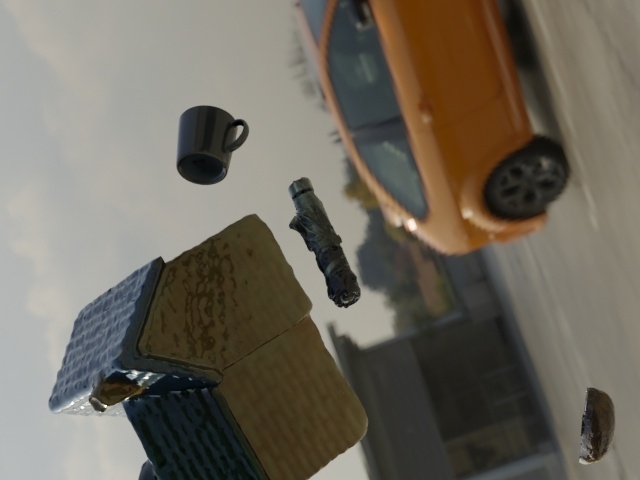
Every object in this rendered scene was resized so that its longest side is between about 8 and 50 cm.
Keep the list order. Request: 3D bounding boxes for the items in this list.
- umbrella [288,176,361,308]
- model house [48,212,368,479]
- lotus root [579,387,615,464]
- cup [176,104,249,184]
[{"bbox_3d":[0.000,0.000,1.685,0.046,0.050,0.188,-58,45,46],"label":"umbrella"},{"bbox_3d":[-0.183,0.221,1.907,0.382,0.342,0.334,57,144,-2],"label":"model house"},{"bbox_3d":[0.251,0.170,1.205,0.037,0.030,0.083,-68,-22,-47],"label":"lotus root"},{"bbox_3d":[-0.139,-0.124,1.729,0.078,0.100,0.077,51,-147,-44],"label":"cup"}]
